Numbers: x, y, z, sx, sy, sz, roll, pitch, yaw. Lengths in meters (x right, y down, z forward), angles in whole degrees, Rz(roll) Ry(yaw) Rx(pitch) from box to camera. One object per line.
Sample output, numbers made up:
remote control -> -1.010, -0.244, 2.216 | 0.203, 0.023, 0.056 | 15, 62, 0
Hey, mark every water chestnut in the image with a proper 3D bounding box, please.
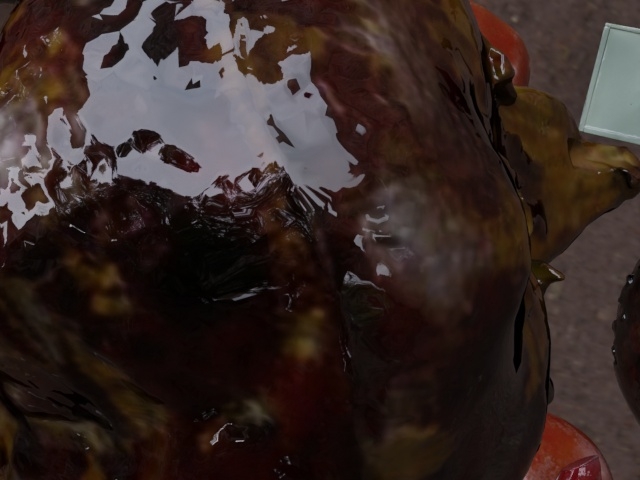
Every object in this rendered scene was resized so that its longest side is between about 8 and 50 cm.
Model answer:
water chestnut -> 0.000, 0.000, 0.686 | 0.335, 0.346, 0.335 | 174, 90, -78

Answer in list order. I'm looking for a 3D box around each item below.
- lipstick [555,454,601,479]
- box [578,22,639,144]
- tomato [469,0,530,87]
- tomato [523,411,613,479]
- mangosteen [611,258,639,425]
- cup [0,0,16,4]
lipstick -> 0.156, 0.229, 1.057 | 0.057, 0.063, 0.186 | 37, 115, 56
box -> 0.427, -0.160, 1.748 | 0.225, 0.086, 0.130 | 16, 96, 23
tomato -> 0.205, -0.241, 2.265 | 0.232, 0.188, 0.232 | 0, 78, -2
tomato -> 0.162, 0.222, 1.219 | 0.151, 0.187, 0.187 | -1, 76, 13
mangosteen -> 0.554, 0.105, 1.778 | 0.421, 0.381, 0.381 | -33, 55, 4
cup -> -0.267, -0.342, 1.549 | 0.176, 0.169, 0.223 | -2, 95, 15
